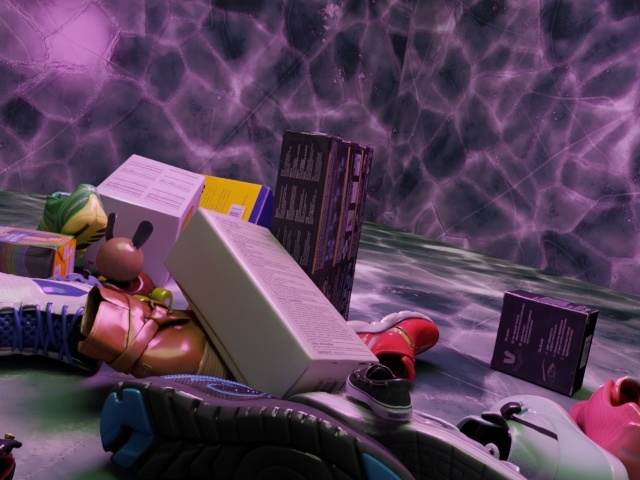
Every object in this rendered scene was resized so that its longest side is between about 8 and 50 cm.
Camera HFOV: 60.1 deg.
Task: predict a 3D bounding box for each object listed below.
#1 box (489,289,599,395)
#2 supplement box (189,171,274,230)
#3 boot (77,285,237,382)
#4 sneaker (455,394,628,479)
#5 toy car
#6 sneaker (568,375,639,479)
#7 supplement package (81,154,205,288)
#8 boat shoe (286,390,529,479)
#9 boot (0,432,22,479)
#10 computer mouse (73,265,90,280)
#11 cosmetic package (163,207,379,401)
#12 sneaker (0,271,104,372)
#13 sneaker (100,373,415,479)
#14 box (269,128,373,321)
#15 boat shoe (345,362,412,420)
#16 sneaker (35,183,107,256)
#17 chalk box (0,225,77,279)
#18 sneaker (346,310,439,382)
[{"bbox_3d":[0.429,0.189,1.066,0.158,0.156,0.093,15,9,37],"label":"box"},{"bbox_3d":[-0.306,-0.059,1.623,0.356,0.195,0.194,12,-20,19],"label":"supplement box"},{"bbox_3d":[-0.234,0.126,0.802,0.220,0.109,0.283,27,14,-24],"label":"boot"},{"bbox_3d":[0.222,0.222,0.659,0.151,0.094,0.256,22,-3,-5],"label":"sneaker"},{"bbox_3d":[-0.376,0.045,1.065,0.154,0.189,0.149,11,9,14],"label":"toy car"},{"bbox_3d":[0.393,0.238,0.713,0.115,0.136,0.314,12,2,19],"label":"sneaker"},{"bbox_3d":[-0.421,-0.053,1.345,0.197,0.199,0.263,17,25,-6],"label":"supplement package"},{"bbox_3d":[0.097,0.230,0.579,0.320,0.118,0.103,7,7,43],"label":"boat shoe"},{"bbox_3d":[-0.356,0.181,0.525,0.178,0.085,0.236,12,15,7],"label":"boot"},{"bbox_3d":[-0.598,0.069,1.187,0.106,0.042,0.193,19,6,30],"label":"computer mouse"},{"bbox_3d":[-0.078,0.099,0.792,0.160,0.113,0.309,18,23,-51],"label":"cosmetic package"},{"bbox_3d":[-0.401,0.113,0.788,0.182,0.128,0.315,12,7,35],"label":"sneaker"},{"bbox_3d":[-0.052,0.202,0.569,0.340,0.125,0.139,14,5,21],"label":"sneaker"},{"bbox_3d":[0.000,0.000,1.070,0.097,0.395,0.318,11,9,16],"label":"box"},{"bbox_3d":[0.064,0.155,0.597,0.049,0.040,0.142,3,-1,-15],"label":"boat shoe"},{"bbox_3d":[-0.544,-0.035,1.186,0.295,0.124,0.109,-21,-21,36],"label":"sneaker"},{"bbox_3d":[-0.581,0.049,1.016,0.212,0.133,0.132,9,8,-8],"label":"chalk box"},{"bbox_3d":[0.127,0.202,0.962,0.278,0.107,0.118,-3,33,-44],"label":"sneaker"}]
